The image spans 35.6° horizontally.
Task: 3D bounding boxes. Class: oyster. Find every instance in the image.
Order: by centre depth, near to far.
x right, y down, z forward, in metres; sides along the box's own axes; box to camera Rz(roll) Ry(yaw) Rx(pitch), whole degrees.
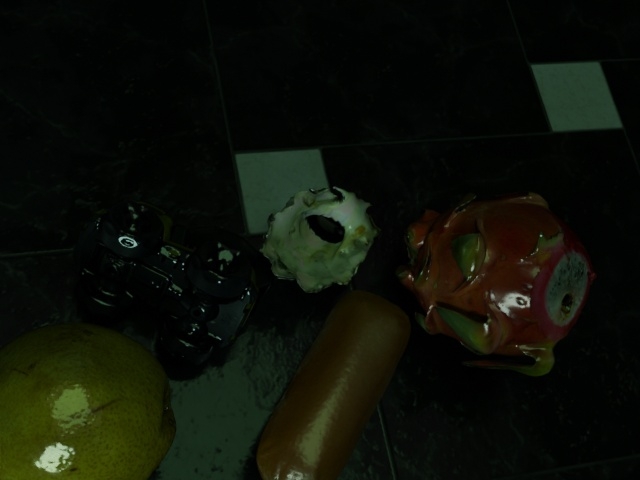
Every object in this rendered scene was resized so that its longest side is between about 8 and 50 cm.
[{"bbox_3d":[-0.007,-0.004,1.254,0.133,0.072,0.209,50,47,-10],"label":"oyster"}]

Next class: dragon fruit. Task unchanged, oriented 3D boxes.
[{"bbox_3d":[0.212,0.045,1.233,0.224,0.227,0.224,-1,91,-42],"label":"dragon fruit"}]

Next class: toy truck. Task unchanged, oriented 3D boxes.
[{"bbox_3d":[-0.171,0.028,1.195,0.224,0.147,0.165,26,35,0],"label":"toy truck"}]

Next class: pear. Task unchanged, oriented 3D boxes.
[{"bbox_3d":[-0.254,0.188,1.051,0.209,0.209,0.208,6,64,-12],"label":"pear"}]

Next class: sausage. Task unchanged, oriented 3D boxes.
[{"bbox_3d":[0.017,0.180,1.179,0.105,0.105,0.274,30,61,1],"label":"sausage"}]
